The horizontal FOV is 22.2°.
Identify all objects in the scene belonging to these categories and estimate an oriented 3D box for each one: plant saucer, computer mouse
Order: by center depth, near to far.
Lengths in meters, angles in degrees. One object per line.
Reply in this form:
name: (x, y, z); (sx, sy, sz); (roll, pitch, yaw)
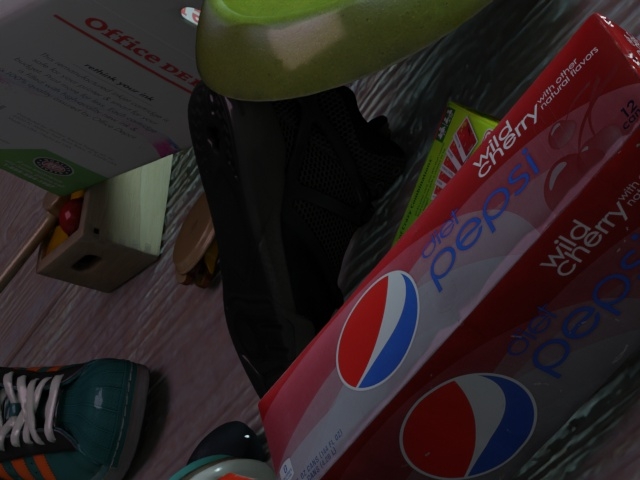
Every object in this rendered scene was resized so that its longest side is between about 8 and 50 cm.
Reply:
plant saucer: (0.023, -0.172, 0.963); (0.241, 0.037, 0.241); (-23, 32, 15)
computer mouse: (-0.105, 0.224, 1.129); (0.242, 0.041, 0.071); (-64, 28, 20)

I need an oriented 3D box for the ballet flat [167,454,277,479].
ballet flat: (-0.088, 0.311, 0.971); (0.400, 0.139, 0.139); (-65, 26, 25)

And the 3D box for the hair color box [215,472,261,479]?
hair color box: (-0.014, 0.206, 0.835); (0.093, 0.053, 0.167); (-4, 110, 63)

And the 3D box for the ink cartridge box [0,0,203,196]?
ink cartridge box: (-0.158, -0.160, 1.209); (0.353, 0.207, 0.119); (-16, 57, 43)

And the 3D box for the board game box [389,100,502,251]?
board game box: (0.073, 0.023, 0.891); (0.181, 0.043, 0.092); (-68, 26, 9)

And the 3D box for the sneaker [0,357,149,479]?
sneaker: (-0.243, 0.156, 1.355); (0.302, 0.121, 0.108); (-28, 51, 56)

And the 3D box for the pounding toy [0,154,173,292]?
pounding toy: (-0.208, -0.018, 1.415); (0.141, 0.100, 0.130); (-31, 47, 54)

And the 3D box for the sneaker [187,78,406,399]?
sneaker: (0.000, 0.000, 1.023); (0.087, 0.130, 0.227); (4, 106, 59)

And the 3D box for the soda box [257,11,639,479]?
soda box: (0.085, 0.030, 0.758); (0.263, 0.092, 0.083); (-50, 32, 21)

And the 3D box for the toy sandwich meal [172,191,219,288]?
toy sandwich meal: (-0.085, -0.003, 1.247); (0.085, 0.029, 0.085); (-51, 23, 31)
